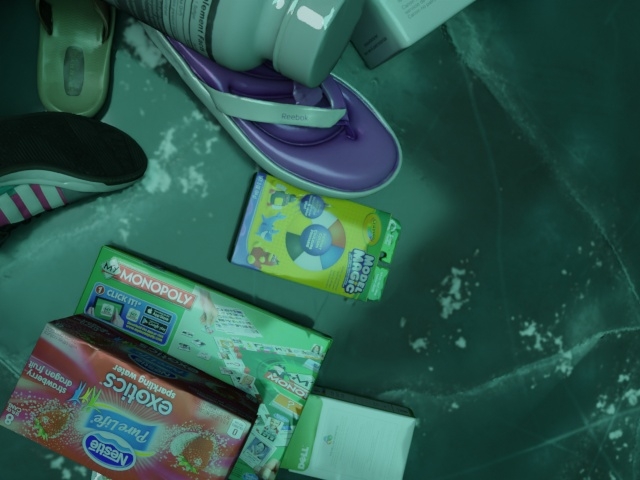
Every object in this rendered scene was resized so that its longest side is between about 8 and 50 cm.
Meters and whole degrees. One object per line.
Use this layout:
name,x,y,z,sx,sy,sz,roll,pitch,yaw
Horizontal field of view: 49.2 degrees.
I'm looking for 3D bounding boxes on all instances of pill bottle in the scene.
pill bottle,-0.116,-0.296,0.763,0.318,0.176,0.176,30,87,5

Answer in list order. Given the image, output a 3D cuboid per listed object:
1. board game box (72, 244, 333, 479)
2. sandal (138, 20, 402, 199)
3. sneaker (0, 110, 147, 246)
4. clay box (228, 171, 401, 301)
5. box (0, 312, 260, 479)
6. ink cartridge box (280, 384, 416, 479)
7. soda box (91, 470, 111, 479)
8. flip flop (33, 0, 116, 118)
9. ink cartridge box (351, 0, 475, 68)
board game box,-0.170,0.163,0.899,0.317,0.046,0.214,23,88,0
sandal,-0.066,-0.202,0.880,0.416,0.102,0.169,37,73,-7
sneaker,-0.369,-0.054,0.845,0.295,0.178,0.124,-8,64,-45
clay box,0.000,0.000,0.947,0.222,0.053,0.127,16,89,-10
box,-0.212,0.199,0.813,0.256,0.122,0.128,27,90,0
ink cartridge box,0.016,0.264,0.954,0.209,0.062,0.109,13,91,-1
soda box,-0.260,0.399,0.877,0.073,0.069,0.216,6,71,-12
flip flop,-0.308,-0.287,0.858,0.112,0.080,0.277,1,90,-11
ink cartridge box,0.086,-0.463,0.882,0.279,0.160,0.385,-36,100,-7
